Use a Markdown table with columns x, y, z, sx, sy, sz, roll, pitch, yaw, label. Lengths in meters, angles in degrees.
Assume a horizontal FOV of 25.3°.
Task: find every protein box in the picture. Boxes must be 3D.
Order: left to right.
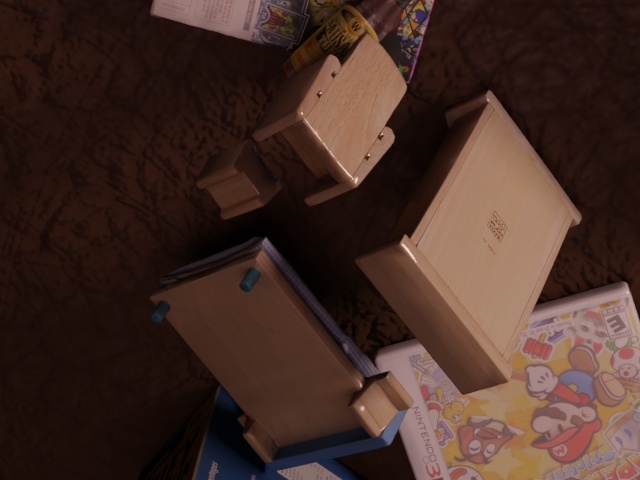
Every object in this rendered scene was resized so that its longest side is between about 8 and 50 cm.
| x | y | z | sx | sy | sz | roll | pitch | yaw | label |
| --- | --- | --- | --- | --- | --- | --- | --- | --- | --- |
| -0.058 | 0.271 | 1.238 | 0.201 | 0.200 | 0.136 | 35 | 114 | -12 | protein box |

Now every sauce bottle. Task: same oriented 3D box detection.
| x | y | z | sx | sy | sz | roll | pitch | yaw | label |
| --- | --- | --- | --- | --- | --- | --- | --- | --- | --- |
| 0.027 | -0.158 | 1.058 | 0.042 | 0.042 | 0.128 | 41 | 112 | -15 | sauce bottle |

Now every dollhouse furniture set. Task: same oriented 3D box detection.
| x | y | z | sx | sy | sz | roll | pitch | yaw | label |
| --- | --- | --- | --- | --- | --- | --- | --- | --- | --- |
| 0.000 | 0.000 | 1.150 | 0.303 | 0.198 | 0.286 | -22 | 114 | 40 | dollhouse furniture set |

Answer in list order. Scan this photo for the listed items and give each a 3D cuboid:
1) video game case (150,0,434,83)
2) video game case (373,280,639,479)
| x | y | z | sx | sy | sz | roll | pitch | yaw | label |
| --- | --- | --- | --- | --- | --- | --- | --- | --- | --- |
| -0.002 | -0.251 | 1.059 | 0.210 | 0.042 | 0.232 | 14 | 117 | -2 | video game case |
| 0.184 | 0.161 | 1.240 | 0.227 | 0.026 | 0.206 | -17 | 104 | 12 | video game case |
